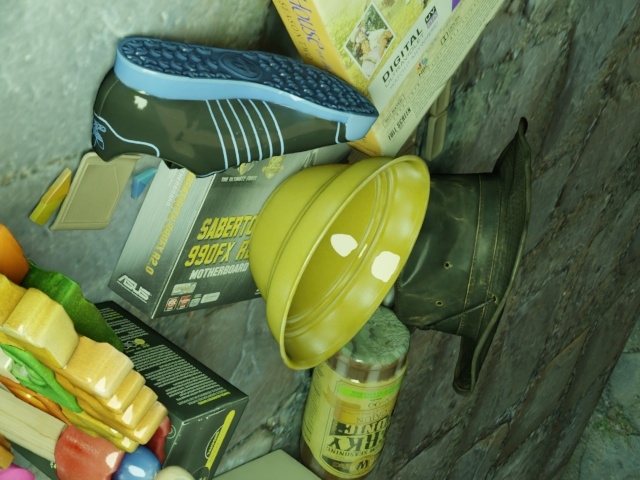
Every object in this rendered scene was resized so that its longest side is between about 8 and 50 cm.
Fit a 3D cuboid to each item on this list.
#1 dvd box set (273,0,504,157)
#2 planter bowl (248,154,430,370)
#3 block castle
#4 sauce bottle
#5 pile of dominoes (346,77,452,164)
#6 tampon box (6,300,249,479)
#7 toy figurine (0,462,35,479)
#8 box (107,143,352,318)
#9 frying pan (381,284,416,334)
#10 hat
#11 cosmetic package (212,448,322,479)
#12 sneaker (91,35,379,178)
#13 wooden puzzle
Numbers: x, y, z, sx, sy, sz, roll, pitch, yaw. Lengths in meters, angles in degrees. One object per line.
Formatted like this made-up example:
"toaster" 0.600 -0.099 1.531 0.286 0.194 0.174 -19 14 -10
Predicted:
"dvd box set" 0.068 -0.289 1.089 0.307 0.062 0.420 -56 152 -13
"planter bowl" 0.000 0.000 1.204 0.217 0.090 0.217 -45 155 -28
"block castle" -0.249 0.150 0.817 0.303 0.213 0.453 -61 159 -19
"sauce bottle" 0.033 0.229 1.692 0.111 0.111 0.344 -38 150 -39
"pile of dominoes" 0.069 -0.147 1.403 0.196 0.040 0.251 -36 142 -40
"tampon box" -0.164 0.144 1.114 0.101 0.161 0.120 -11 130 -60
"toy figurine" -0.281 0.252 1.111 0.173 0.130 0.159 10 102 -89
"box" -0.070 -0.032 1.213 0.231 0.056 0.183 -7 127 -62
"frying pan" 0.079 0.118 1.735 0.197 0.053 0.326 -6 122 -61
"hat" 0.144 0.006 1.555 0.331 0.134 0.331 13 90 -90
"cosmetic package" -0.104 0.365 1.566 0.296 0.129 0.153 -12 132 -59
"sneaker" -0.067 -0.093 1.044 0.232 0.081 0.090 7 124 -32
"wooden puzzle" -0.176 -0.039 1.048 0.078 0.014 0.116 -57 158 9
